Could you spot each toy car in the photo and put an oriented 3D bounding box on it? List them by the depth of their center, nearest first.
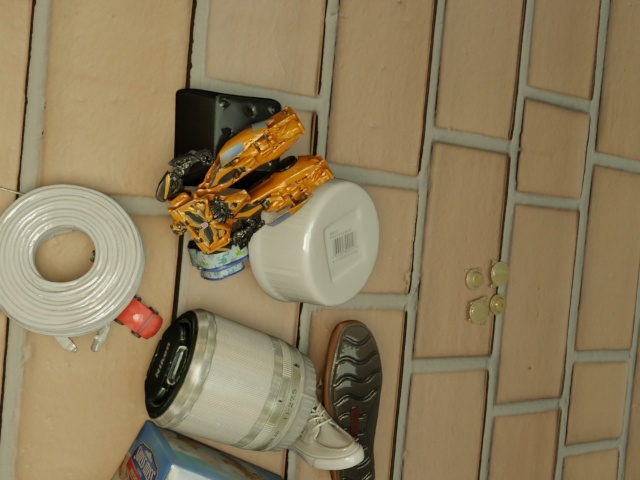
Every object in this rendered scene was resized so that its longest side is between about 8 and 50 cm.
[{"bbox_3d":[-0.418,0.102,1.087,0.224,0.053,0.239,-20,102,-25],"label":"toy car"}]

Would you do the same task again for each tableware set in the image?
[{"bbox_3d":[0.434,0.134,1.553,0.140,0.020,0.169,-5,96,-28],"label":"tableware set"}]

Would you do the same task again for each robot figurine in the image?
[{"bbox_3d":[-0.134,-0.090,1.028,0.290,0.085,0.211,-34,122,3],"label":"robot figurine"}]

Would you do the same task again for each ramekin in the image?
[{"bbox_3d":[0.000,0.000,1.198,0.277,0.135,0.278,-16,111,-48],"label":"ramekin"}]

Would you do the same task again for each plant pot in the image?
[{"bbox_3d":[-0.165,-0.193,1.135,0.187,0.167,0.188,1,94,-27],"label":"plant pot"}]

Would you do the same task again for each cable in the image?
[{"bbox_3d":[-0.430,0.032,1.011,0.257,0.089,0.257,30,74,-1],"label":"cable"}]

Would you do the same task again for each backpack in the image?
[{"bbox_3d":[-0.192,0.029,1.165,0.104,0.114,0.084,-23,104,-25],"label":"backpack"}]

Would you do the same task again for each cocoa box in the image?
[{"bbox_3d":[-0.213,0.532,1.124,0.347,0.231,0.228,33,79,-25],"label":"cocoa box"}]

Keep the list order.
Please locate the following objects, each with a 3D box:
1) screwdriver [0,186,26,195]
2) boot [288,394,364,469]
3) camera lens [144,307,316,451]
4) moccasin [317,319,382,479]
[{"bbox_3d":[-0.568,-0.092,1.014,0.169,0.024,0.025,21,55,-29],"label":"screwdriver"},{"bbox_3d":[-0.019,0.366,1.202,0.095,0.258,0.124,-18,98,-37],"label":"boot"},{"bbox_3d":[-0.174,0.267,1.133,0.274,0.219,0.220,26,82,-27],"label":"camera lens"},{"bbox_3d":[0.060,0.355,1.313,0.139,0.147,0.381,-10,105,-19],"label":"moccasin"}]
